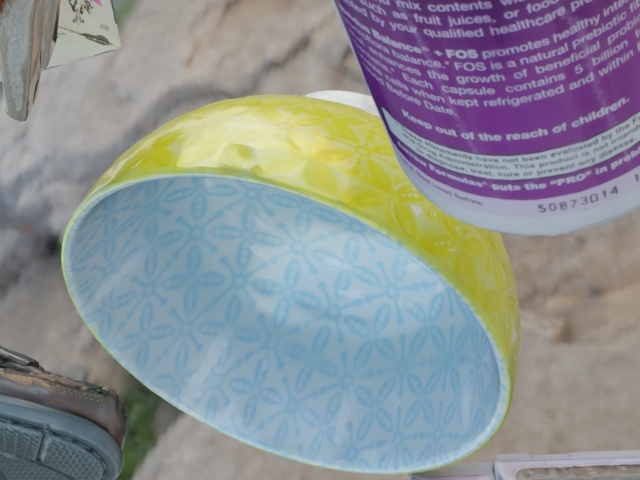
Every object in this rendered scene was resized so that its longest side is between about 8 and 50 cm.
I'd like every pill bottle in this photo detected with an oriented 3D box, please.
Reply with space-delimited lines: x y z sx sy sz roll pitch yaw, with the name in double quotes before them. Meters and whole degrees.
"pill bottle" 0.075 -0.148 0.797 0.169 0.301 0.169 -9 55 13

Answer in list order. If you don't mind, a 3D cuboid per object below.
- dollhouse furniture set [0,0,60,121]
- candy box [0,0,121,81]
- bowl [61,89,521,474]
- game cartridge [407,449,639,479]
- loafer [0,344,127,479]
"dollhouse furniture set" -0.217 -0.132 0.639 0.259 0.262 0.135 -93 17 -70
"candy box" -0.246 -0.136 1.136 0.196 0.165 0.070 -13 83 17
"bowl" 0.000 0.000 1.165 0.289 0.289 0.156 -29 30 49
"game cartridge" 0.236 0.246 1.210 0.068 0.355 0.230 -80 -13 -70
"loafer" -0.216 0.061 0.899 0.096 0.267 0.084 77 -159 -53
